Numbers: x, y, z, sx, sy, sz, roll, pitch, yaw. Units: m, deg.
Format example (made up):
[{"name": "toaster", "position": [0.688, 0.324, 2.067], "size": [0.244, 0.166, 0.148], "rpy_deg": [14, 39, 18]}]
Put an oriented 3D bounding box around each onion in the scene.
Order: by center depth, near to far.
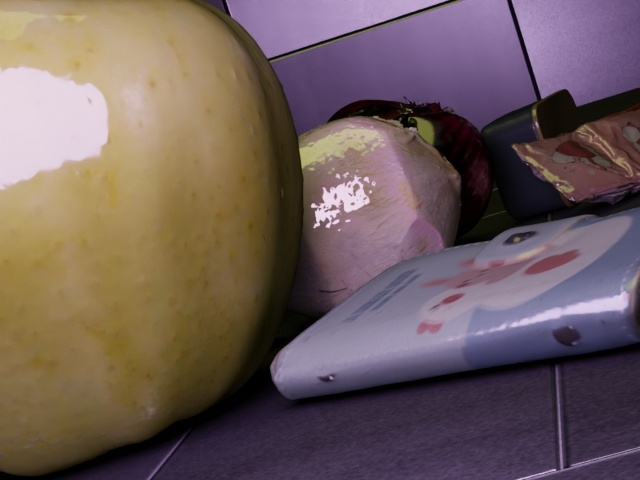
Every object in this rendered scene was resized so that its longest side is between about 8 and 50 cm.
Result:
[{"name": "onion", "position": [0.104, -0.073, 2.009], "size": [0.281, 0.221, 0.281], "rpy_deg": [-30, 29, 19]}]

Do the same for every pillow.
[{"name": "pillow", "position": [0.368, -0.102, 2.006], "size": [0.248, 0.049, 0.135], "rpy_deg": [-17, 42, -31]}]

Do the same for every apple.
[{"name": "apple", "position": [-0.235, -0.021, 1.461], "size": [0.474, 0.473, 0.473], "rpy_deg": [-18, 6, 2]}]

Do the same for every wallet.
[{"name": "wallet", "position": [0.154, 0.049, 1.334], "size": [0.360, 0.083, 0.252], "rpy_deg": [-13, 13, 37]}]

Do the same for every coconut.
[{"name": "coconut", "position": [0.042, -0.030, 1.740], "size": [0.231, 0.227, 0.227], "rpy_deg": [-19, 6, -5]}]

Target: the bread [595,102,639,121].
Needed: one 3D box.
[{"name": "bread", "position": [0.496, -0.174, 2.454], "size": [0.119, 0.067, 0.192], "rpy_deg": [-27, 6, -10]}]

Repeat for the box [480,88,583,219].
[{"name": "box", "position": [0.294, -0.113, 2.129], "size": [0.090, 0.144, 0.201], "rpy_deg": [-20, 6, 25]}]
